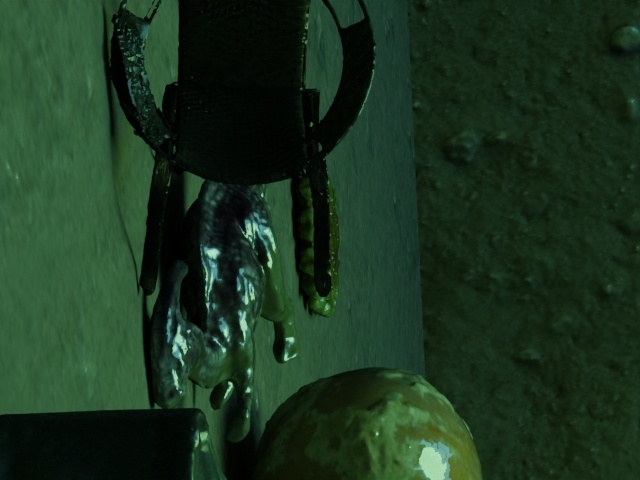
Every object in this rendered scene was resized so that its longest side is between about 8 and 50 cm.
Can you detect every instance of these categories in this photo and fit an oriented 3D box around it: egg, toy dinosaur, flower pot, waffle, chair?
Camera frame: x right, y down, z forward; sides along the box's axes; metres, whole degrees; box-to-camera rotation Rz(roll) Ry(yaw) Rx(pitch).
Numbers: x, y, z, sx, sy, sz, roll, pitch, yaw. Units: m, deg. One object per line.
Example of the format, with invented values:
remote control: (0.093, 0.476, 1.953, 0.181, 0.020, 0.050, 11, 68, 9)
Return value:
egg: (0.040, 0.209, 1.612, 0.245, 0.203, 0.203, 95, -4, -52)
toy dinosaur: (-0.066, 0.036, 1.422, 0.294, 0.077, 0.162, -85, 167, -51)
flower pot: (-0.093, 0.170, 1.005, 0.229, 0.108, 0.103, 69, 19, -62)
waffle: (0.000, 0.000, 2.118, 0.183, 0.036, 0.169, 25, 62, -81)
chair: (-0.052, -0.090, 1.292, 0.149, 0.174, 0.213, -92, -176, -54)
